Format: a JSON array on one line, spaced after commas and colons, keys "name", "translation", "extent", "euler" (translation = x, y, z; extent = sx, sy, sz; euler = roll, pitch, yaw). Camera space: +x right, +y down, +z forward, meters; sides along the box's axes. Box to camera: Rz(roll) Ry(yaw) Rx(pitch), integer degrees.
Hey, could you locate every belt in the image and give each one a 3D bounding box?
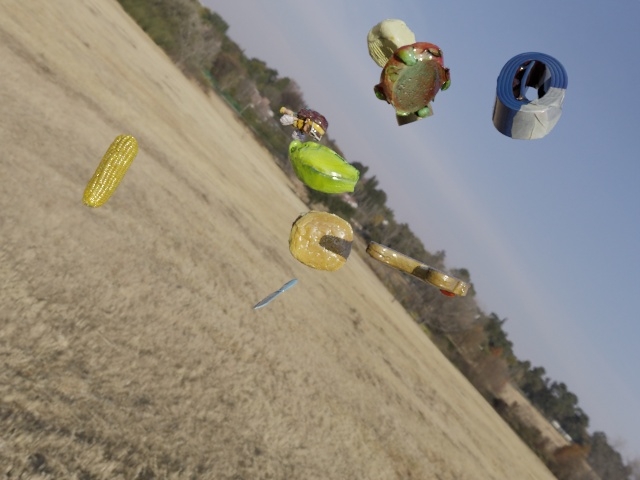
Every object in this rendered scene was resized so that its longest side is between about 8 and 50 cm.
[{"name": "belt", "translation": [0.672, -0.469, 1.669], "extent": [0.213, 0.346, 0.117], "euler": [13, -39, 17]}]

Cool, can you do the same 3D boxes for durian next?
[{"name": "durian", "translation": [-0.004, -0.218, 1.558], "extent": [0.250, 0.101, 0.139], "euler": [26, 44, 14]}]

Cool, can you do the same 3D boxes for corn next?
[{"name": "corn", "translation": [-0.744, -0.246, 1.847], "extent": [0.102, 0.312, 0.102], "euler": [16, -22, 7]}]

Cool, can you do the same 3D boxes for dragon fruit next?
[{"name": "dragon fruit", "translation": [0.325, -0.563, 1.807], "extent": [0.295, 0.269, 0.130], "euler": [73, -6, -51]}]

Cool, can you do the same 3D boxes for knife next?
[{"name": "knife", "translation": [-0.139, 0.166, 1.640], "extent": [0.313, 0.045, 0.019], "euler": [-31, 109, -69]}]

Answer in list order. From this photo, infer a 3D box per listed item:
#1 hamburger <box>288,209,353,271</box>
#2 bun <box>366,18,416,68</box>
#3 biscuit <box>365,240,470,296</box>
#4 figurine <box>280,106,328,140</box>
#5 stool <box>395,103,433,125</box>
[{"name": "hamburger", "translation": [0.001, 0.001, 2.309], "extent": [0.284, 0.259, 0.144], "euler": [13, 12, 5]}, {"name": "bun", "translation": [0.306, -0.846, 2.215], "extent": [0.230, 0.145, 0.229], "euler": [23, -18, 8]}, {"name": "biscuit", "translation": [0.362, 0.114, 1.947], "extent": [0.394, 0.076, 0.368], "euler": [25, 4, 18]}, {"name": "figurine", "translation": [-0.076, -0.500, 2.188], "extent": [0.240, 0.115, 0.175], "euler": [18, -14, 31]}, {"name": "stool", "translation": [0.421, -0.704, 2.491], "extent": [0.179, 0.179, 0.264], "euler": [-109, 179, -79]}]
